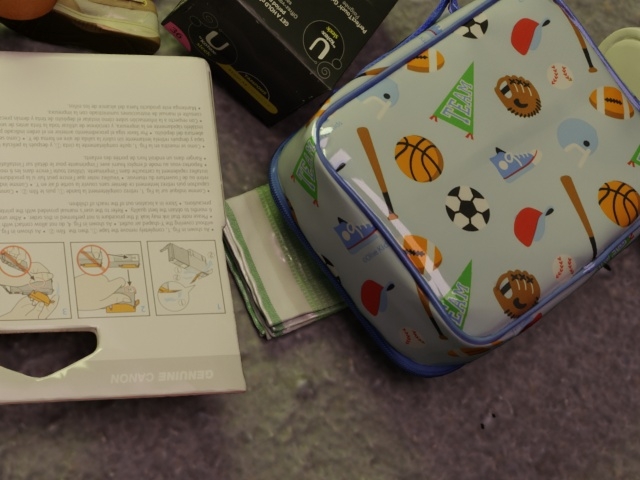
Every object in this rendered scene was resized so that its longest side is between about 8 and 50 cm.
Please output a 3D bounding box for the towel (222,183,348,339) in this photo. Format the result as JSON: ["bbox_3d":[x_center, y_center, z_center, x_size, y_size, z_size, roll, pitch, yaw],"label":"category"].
[{"bbox_3d":[0.000,0.000,1.281,0.152,0.023,0.113,-20,81,-27],"label":"towel"}]

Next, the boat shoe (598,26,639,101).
[{"bbox_3d":[0.328,-0.031,1.371,0.099,0.116,0.320,-11,75,-44],"label":"boat shoe"}]

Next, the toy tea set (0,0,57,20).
[{"bbox_3d":[-0.333,-0.233,1.145,0.336,0.124,0.200,-10,53,-23],"label":"toy tea set"}]

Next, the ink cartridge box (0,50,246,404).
[{"bbox_3d":[-0.213,-0.005,1.175,0.296,0.066,0.261,0,71,-21],"label":"ink cartridge box"}]

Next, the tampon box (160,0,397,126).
[{"bbox_3d":[-0.018,-0.193,1.289,0.120,0.101,0.161,43,60,-14],"label":"tampon box"}]

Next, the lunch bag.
[{"bbox_3d":[0.121,-0.058,1.289,0.303,0.115,0.243,-36,85,-33],"label":"lunch bag"}]

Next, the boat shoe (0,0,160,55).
[{"bbox_3d":[-0.185,-0.174,1.260,0.135,0.050,0.045,14,63,-27],"label":"boat shoe"}]
